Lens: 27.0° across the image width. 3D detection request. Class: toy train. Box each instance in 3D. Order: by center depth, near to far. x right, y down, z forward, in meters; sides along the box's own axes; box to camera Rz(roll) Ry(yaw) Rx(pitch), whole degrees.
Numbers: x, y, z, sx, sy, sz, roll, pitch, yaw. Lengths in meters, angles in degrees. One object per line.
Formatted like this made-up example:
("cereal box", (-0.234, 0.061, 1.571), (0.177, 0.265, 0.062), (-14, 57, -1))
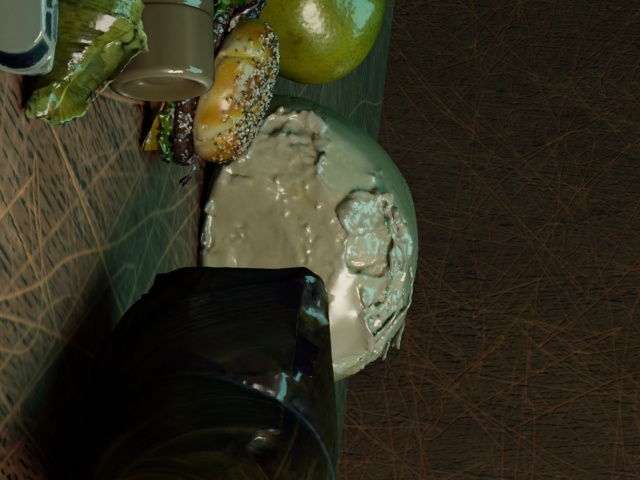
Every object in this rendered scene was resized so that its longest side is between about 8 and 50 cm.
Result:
("toy train", (-0.178, -0.202, 0.794), (0.047, 0.043, 0.207), (-39, 133, -77))

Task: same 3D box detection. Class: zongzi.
("zongzi", (-0.093, 0.272, 0.994), (0.432, 0.208, 0.403), (-85, 178, -66))

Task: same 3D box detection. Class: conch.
("conch", (-0.154, -0.130, 0.889), (0.089, 0.074, 0.121), (23, 91, -47))

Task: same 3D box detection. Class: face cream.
("face cream", (-0.128, -0.283, 1.043), (0.137, 0.084, 0.341), (51, 36, -78))

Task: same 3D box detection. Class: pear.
("pear", (0.004, -0.276, 1.499), (0.180, 0.216, 0.166), (58, 18, -16))

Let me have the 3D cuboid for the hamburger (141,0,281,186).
("hamburger", (-0.091, -0.148, 1.209), (0.164, 0.093, 0.189), (-62, 169, -59))

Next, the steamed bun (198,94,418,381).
("steamed bun", (0.000, 0.000, 1.546), (0.312, 0.233, 0.333), (-55, 149, -74))
